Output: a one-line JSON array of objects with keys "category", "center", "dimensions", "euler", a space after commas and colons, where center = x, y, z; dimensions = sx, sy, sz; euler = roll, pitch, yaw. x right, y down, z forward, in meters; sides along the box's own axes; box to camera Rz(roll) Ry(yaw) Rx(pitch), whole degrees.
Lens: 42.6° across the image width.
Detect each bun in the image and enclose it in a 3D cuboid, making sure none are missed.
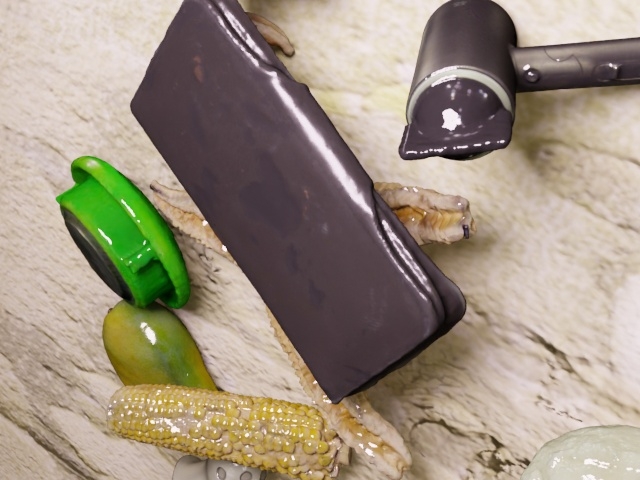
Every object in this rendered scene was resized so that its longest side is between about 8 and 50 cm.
[{"category": "bun", "center": [0.266, 0.260, 0.720], "dimensions": [0.195, 0.118, 0.195], "euler": [13, 116, 28]}]

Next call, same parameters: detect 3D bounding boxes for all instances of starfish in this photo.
[{"category": "starfish", "center": [0.000, 0.000, 0.804], "dimensions": [0.432, 0.082, 0.324], "euler": [48, 130, 17]}]

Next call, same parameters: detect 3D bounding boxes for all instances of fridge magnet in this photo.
[{"category": "fridge magnet", "center": [-0.225, -0.003, 0.942], "dimensions": [0.208, 0.088, 0.208], "euler": [43, 158, 22]}]

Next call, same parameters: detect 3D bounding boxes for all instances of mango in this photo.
[{"category": "mango", "center": [-0.205, 0.158, 1.031], "dimensions": [0.122, 0.085, 0.191], "euler": [-22, 98, 33]}]

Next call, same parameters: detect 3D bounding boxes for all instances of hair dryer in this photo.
[{"category": "hair dryer", "center": [0.186, -0.115, 0.575], "dimensions": [0.248, 0.195, 0.078], "euler": [-4, 124, 15]}]

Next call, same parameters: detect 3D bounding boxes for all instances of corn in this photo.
[{"category": "corn", "center": [-0.105, 0.215, 0.944], "dimensions": [0.288, 0.086, 0.086], "euler": [8, 118, 9]}]

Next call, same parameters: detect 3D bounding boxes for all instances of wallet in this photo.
[{"category": "wallet", "center": [-0.039, -0.041, 0.733], "dimensions": [0.377, 0.051, 0.197], "euler": [53, 136, 9]}]

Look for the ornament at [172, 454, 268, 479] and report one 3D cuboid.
[{"category": "ornament", "center": [-0.124, 0.296, 1.051], "dimensions": [0.081, 0.074, 0.156], "euler": [26, 141, -31]}]
